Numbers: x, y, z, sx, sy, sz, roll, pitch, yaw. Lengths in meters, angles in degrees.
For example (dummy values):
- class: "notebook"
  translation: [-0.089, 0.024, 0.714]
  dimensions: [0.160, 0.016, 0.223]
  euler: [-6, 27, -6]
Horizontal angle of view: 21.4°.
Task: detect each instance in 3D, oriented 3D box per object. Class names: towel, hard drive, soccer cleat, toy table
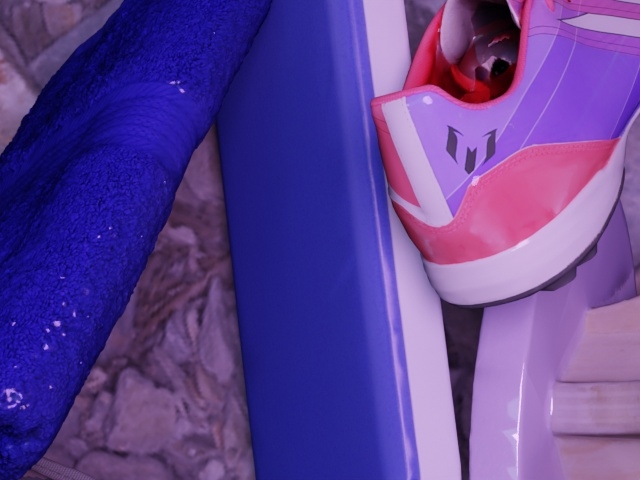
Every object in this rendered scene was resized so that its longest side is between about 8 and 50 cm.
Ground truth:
- class: "towel"
  translation: [-0.144, -0.003, 0.868]
  dimensions: [0.076, 0.228, 0.308]
  euler: [33, 53, -15]
- class: "hard drive"
  translation: [0.000, 0.000, 0.910]
  dimensions: [0.040, 0.210, 0.318]
  euler: [-4, 83, -22]
- class: "soccer cleat"
  translation: [0.115, -0.101, 0.849]
  dimensions: [0.109, 0.318, 0.116]
  euler: [-12, 120, 35]
- class: "toy table"
  translation: [0.183, 0.094, 0.853]
  dimensions: [0.161, 0.252, 0.274]
  euler: [-1, 91, 29]

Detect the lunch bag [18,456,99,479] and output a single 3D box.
- class: "lunch bag"
  translation: [-0.096, 0.261, 0.870]
  dimensions: [0.287, 0.235, 0.168]
  euler: [17, 119, 14]
